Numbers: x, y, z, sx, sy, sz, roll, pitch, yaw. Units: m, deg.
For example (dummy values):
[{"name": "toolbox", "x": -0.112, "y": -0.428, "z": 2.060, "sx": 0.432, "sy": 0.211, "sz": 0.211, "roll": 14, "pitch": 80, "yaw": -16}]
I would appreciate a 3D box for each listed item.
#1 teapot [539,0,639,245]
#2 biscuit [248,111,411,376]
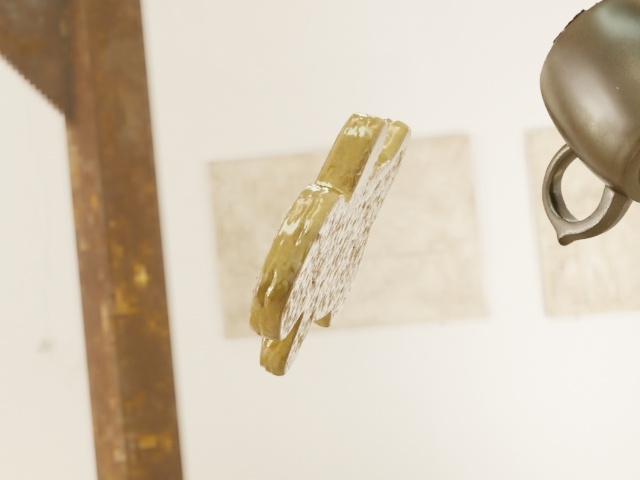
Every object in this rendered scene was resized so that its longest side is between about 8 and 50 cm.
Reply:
[{"name": "teapot", "x": 0.123, "y": -0.042, "z": 0.618, "sx": 0.076, "sy": 0.068, "sz": 0.121, "roll": 8, "pitch": -46, "yaw": -42}, {"name": "biscuit", "x": -0.002, "y": -0.001, "z": 0.951, "sx": 0.035, "sy": 0.158, "sz": 0.240, "roll": 22, "pitch": 10, "yaw": 9}]
